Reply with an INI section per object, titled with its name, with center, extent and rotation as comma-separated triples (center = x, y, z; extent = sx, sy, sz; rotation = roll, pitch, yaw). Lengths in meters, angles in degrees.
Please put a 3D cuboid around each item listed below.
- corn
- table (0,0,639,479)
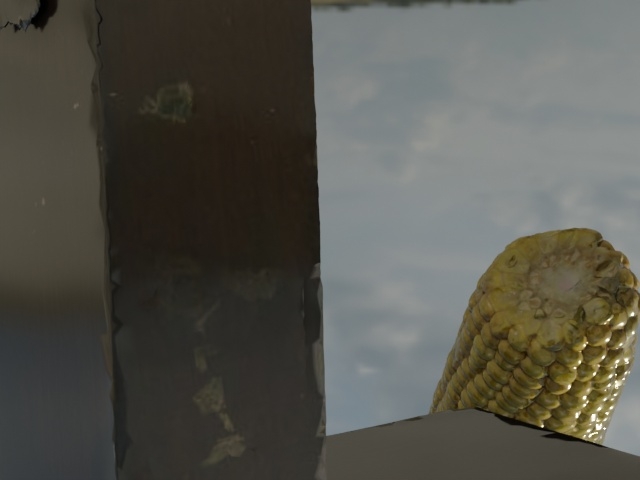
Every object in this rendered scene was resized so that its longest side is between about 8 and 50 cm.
[corn]
center = 0.147, 0.142, 1.130
extent = 0.144, 0.387, 0.144
rotation = 2, -133, -2
[table]
center = 0.000, 0.000, 0.634
extent = 0.282, 0.251, 0.196
rotation = -7, -174, -30
